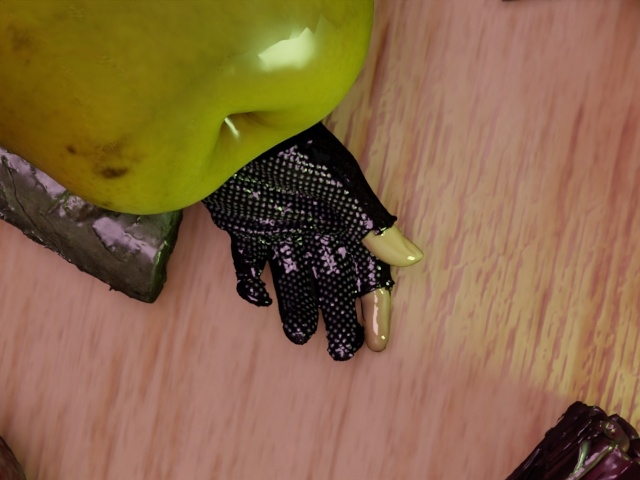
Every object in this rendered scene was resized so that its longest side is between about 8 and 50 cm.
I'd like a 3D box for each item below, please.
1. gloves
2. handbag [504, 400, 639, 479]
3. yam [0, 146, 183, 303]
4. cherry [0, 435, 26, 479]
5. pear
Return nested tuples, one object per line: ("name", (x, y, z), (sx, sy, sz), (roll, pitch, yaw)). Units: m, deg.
("gloves", (-0.002, 0.000, 1.423), (0.129, 0.106, 0.181), (-28, 110, 6))
("handbag", (0.135, 0.202, 1.320), (0.216, 0.203, 0.074), (-44, 88, 3))
("yam", (-0.177, -0.036, 1.439), (0.183, 0.107, 0.107), (33, 90, 7))
("cherry", (-0.336, 0.201, 1.392), (0.300, 0.203, 0.230), (30, 91, 24))
("pear", (-0.138, -0.233, 1.323), (0.362, 0.362, 0.418), (-29, 74, 5))
